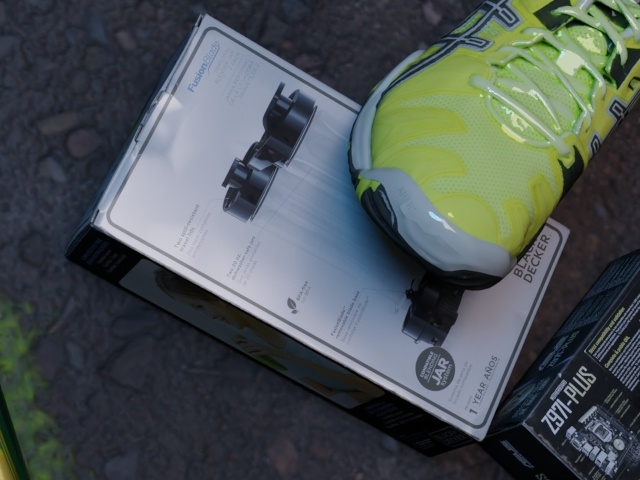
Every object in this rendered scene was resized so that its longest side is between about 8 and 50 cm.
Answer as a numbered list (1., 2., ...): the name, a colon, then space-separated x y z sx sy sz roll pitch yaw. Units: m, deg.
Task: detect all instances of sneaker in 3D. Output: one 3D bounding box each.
1. sneaker: 0.140 -0.116 1.108 0.145 0.147 0.385 38 43 -3

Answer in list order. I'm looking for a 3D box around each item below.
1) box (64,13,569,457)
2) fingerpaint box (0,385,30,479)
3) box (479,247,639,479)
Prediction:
1. box: 0.000 0.000 1.128 0.290 0.087 0.169 29 69 -11
2. fingerpaint box: -0.375 0.142 0.852 0.444 0.163 0.371 -18 87 -8
3. box: 0.223 0.116 1.183 0.147 0.077 0.180 43 66 -5
